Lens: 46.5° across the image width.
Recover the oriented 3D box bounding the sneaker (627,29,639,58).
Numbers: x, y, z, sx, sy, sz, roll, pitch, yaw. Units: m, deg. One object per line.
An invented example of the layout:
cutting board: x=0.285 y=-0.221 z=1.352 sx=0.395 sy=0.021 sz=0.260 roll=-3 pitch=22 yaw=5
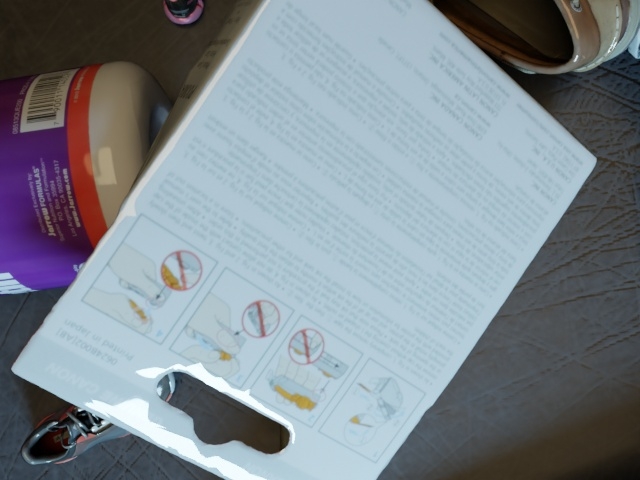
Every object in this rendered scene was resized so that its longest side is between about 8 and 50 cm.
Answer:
sneaker: x=0.317 y=-0.102 z=0.620 sx=0.323 sy=0.130 sz=0.236 roll=32 pitch=104 yaw=16

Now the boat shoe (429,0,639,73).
boat shoe: x=0.105 y=-0.242 z=0.607 sx=0.324 sy=0.123 sz=0.116 roll=35 pitch=47 yaw=18

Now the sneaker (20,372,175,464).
sneaker: x=-0.205 y=0.165 z=0.686 sx=0.158 sy=0.065 sz=0.061 roll=-35 pitch=87 yaw=3

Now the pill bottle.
pill bottle: x=-0.285 y=-0.041 z=0.637 sx=0.323 sy=0.181 sz=0.181 roll=-8 pitch=89 yaw=5

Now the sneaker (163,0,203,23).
sneaker: x=-0.130 y=-0.266 z=0.689 sx=0.047 sy=0.057 sz=0.119 roll=-1 pitch=88 yaw=6

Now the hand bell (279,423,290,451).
hand bell: x=-0.024 y=0.195 z=0.666 sx=0.126 sy=0.126 sz=0.242 roll=-1 pitch=78 yaw=4

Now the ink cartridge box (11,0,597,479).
ink cartridge box: x=0.000 y=0.000 z=0.593 sx=0.308 sy=0.091 sz=0.385 roll=35 pitch=90 yaw=-24
